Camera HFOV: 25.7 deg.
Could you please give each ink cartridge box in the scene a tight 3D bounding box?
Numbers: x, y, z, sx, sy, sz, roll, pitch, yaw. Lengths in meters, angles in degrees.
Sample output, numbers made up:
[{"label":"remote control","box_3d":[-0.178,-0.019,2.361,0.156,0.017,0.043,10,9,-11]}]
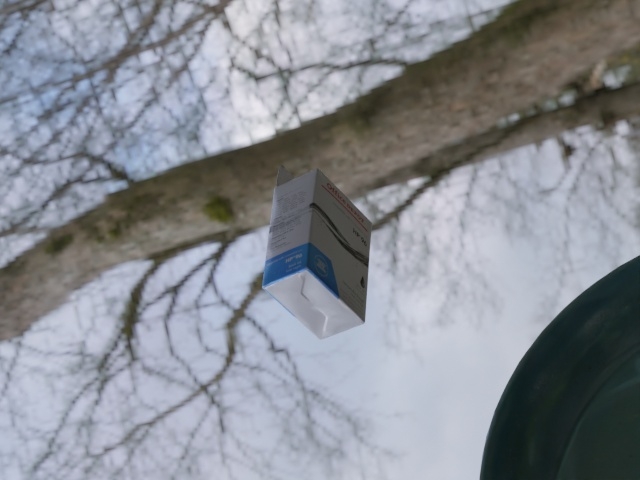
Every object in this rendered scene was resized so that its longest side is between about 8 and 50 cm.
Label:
[{"label":"ink cartridge box","box_3d":[0.000,0.000,0.685,0.048,0.028,0.083,45,-145,-35]}]

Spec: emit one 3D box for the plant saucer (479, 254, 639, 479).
[{"label":"plant saucer","box_3d":[0.229,0.115,0.609,0.043,0.317,0.317,72,-159,-45]}]
